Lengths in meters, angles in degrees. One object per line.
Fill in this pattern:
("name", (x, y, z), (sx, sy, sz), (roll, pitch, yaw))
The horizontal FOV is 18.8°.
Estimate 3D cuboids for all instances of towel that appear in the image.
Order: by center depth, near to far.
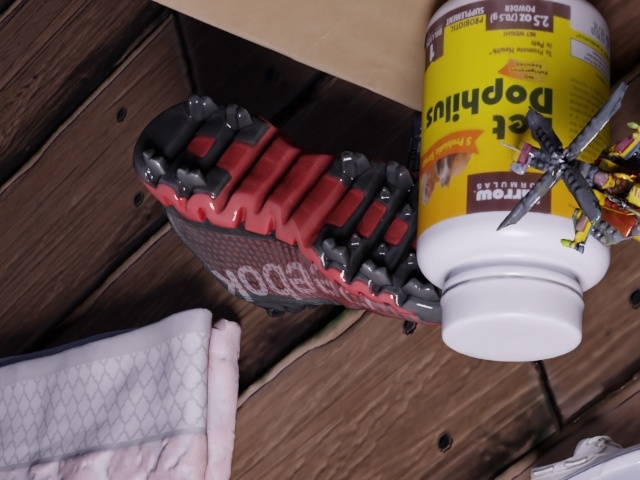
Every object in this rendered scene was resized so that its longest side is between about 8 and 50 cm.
("towel", (-0.193, 0.225, 1.470), (0.332, 0.053, 0.317), (-16, 61, 45))

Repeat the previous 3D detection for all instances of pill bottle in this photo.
("pill bottle", (0.118, -0.040, 1.183), (0.117, 0.117, 0.215), (-19, 59, 43))

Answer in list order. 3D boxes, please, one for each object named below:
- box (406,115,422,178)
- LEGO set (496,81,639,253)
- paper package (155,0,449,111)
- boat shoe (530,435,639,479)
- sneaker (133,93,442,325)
("box", (0.093, -0.055, 1.299), (0.083, 0.018, 0.067), (-9, 66, 47))
("LEGO set", (0.248, -0.076, 0.990), (0.331, 0.192, 0.255), (-53, 41, 18))
("paper package", (0.054, -0.269, 1.213), (0.325, 0.309, 0.168), (-44, 48, 27))
("boat shoe", (0.159, 0.130, 1.123), (0.100, 0.035, 0.035), (-33, 53, 44))
("sneaker", (0.000, 0.000, 1.318), (0.276, 0.135, 0.098), (23, 59, 29))
